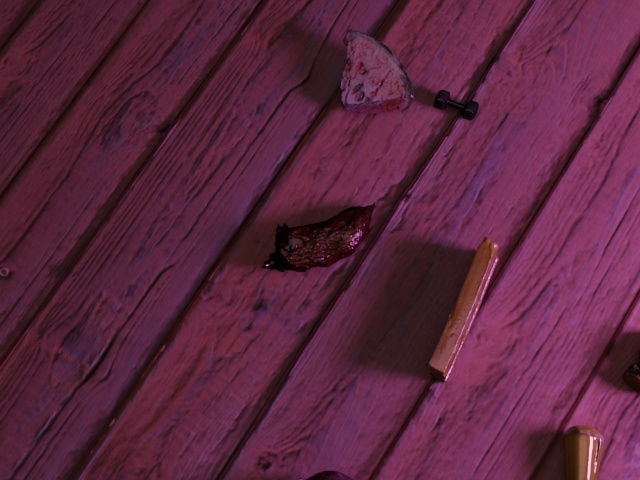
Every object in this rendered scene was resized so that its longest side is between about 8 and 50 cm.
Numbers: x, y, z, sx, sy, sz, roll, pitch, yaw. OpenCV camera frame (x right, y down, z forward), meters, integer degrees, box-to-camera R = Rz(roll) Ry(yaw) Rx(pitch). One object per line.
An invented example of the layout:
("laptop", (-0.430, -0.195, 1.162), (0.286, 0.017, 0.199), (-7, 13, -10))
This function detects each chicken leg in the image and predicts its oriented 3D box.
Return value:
("chicken leg", (0.000, 0.000, 1.767), (0.234, 0.063, 0.105), (-15, 76, 1))

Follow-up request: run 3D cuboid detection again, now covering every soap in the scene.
("soap", (0.251, 0.120, 1.677), (0.037, 0.092, 0.252), (22, 77, 16))

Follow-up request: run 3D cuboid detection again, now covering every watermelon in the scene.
("watermelon", (0.089, -0.305, 1.852), (0.139, 0.071, 0.187), (-41, 80, 1))

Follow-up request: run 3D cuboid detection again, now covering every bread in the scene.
("bread", (0.570, 0.209, 1.622), (0.082, 0.060, 0.113), (30, 77, 18))

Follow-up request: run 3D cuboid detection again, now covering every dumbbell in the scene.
("dumbbell", (0.257, -0.257, 1.825), (0.083, 0.036, 0.040), (23, 79, 14))

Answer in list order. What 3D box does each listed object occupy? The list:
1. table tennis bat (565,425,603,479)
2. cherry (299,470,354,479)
("table tennis bat", (0.416, 0.487, 1.563), (0.224, 0.054, 0.368), (4, 77, 7))
("cherry", (0.010, 0.463, 1.578), (0.176, 0.140, 0.176), (0, 97, 1))
